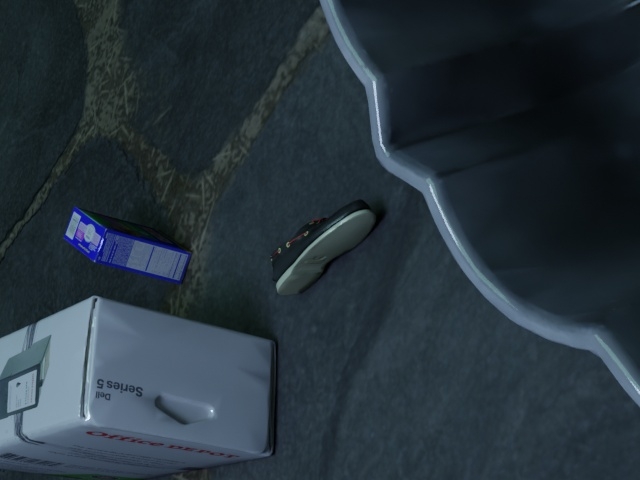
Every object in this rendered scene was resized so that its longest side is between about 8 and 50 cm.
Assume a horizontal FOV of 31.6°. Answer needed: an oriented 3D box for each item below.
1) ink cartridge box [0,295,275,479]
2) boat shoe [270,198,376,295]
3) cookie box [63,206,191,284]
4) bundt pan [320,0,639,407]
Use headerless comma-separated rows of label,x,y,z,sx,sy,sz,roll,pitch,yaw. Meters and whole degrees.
ink cartridge box,-0.199,0.153,1.072,0.273,0.198,0.115,-22,59,47
boat shoe,-0.001,0.000,0.997,0.133,0.049,0.042,-42,55,42
cookie box,-0.207,0.005,1.215,0.092,0.107,0.040,28,98,52
bundt pan,0.139,-0.119,0.292,0.331,0.124,0.331,23,119,49
